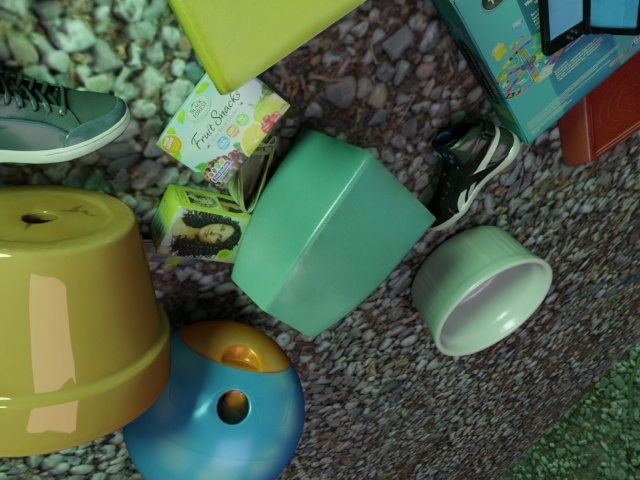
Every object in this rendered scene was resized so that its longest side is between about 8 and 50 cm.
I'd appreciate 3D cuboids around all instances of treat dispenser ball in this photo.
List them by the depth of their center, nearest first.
[{"bbox_3d":[-0.169,0.273,0.905,0.288,0.288,0.288,-18,138,-17],"label":"treat dispenser ball"}]

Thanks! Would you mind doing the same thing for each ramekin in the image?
[{"bbox_3d":[0.325,0.100,1.166,0.277,0.135,0.277,-18,138,-17],"label":"ramekin"}]

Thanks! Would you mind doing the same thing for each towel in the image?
[{"bbox_3d":[-0.235,0.018,0.810,0.083,0.009,0.060,8,146,-39],"label":"towel"}]

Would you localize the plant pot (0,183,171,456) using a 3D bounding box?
[{"bbox_3d":[-0.316,0.063,0.636,0.290,0.291,0.204,-5,116,-29],"label":"plant pot"}]

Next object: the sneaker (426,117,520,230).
[{"bbox_3d":[0.215,-0.117,0.939,0.121,0.079,0.217,22,124,-26],"label":"sneaker"}]

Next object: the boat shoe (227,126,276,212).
[{"bbox_3d":[-0.090,-0.109,0.760,0.056,0.048,0.153,-1,131,-32],"label":"boat shoe"}]

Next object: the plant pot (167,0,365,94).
[{"bbox_3d":[-0.070,-0.290,0.489,0.212,0.212,0.187,-35,127,2],"label":"plant pot"}]

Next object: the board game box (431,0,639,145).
[{"bbox_3d":[0.322,-0.325,0.785,0.253,0.079,0.336,-42,139,11],"label":"board game box"}]

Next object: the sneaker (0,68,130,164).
[{"bbox_3d":[-0.306,-0.155,0.540,0.226,0.086,0.163,-12,142,-21],"label":"sneaker"}]

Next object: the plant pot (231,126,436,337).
[{"bbox_3d":[0.000,0.000,0.773,0.165,0.165,0.234,36,89,-39],"label":"plant pot"}]

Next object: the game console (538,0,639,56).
[{"bbox_3d":[0.343,-0.295,0.711,0.107,0.071,0.122,-33,139,0],"label":"game console"}]

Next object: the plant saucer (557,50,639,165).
[{"bbox_3d":[0.552,-0.272,1.010,0.259,0.048,0.258,-35,140,4],"label":"plant saucer"}]

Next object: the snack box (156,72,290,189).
[{"bbox_3d":[-0.119,-0.146,0.689,0.100,0.037,0.141,35,109,-22],"label":"snack box"}]

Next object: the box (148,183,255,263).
[{"bbox_3d":[-0.124,-0.014,0.826,0.232,0.058,0.087,8,125,-39],"label":"box"}]
